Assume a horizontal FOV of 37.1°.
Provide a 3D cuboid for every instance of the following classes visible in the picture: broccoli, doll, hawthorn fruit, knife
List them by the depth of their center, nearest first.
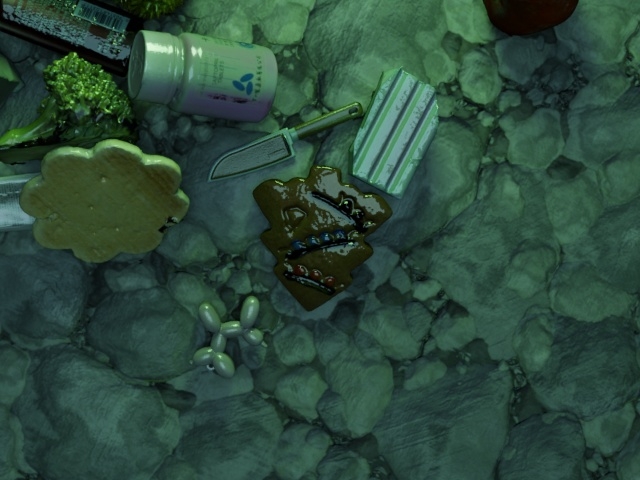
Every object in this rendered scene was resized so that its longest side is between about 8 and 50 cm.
[{"bbox_3d":[-0.478,-0.247,1.760,0.273,0.242,0.180,-8,77,-11],"label":"broccoli"},{"bbox_3d":[0.418,-0.488,1.843,0.202,0.185,0.185,-2,98,-23],"label":"hawthorn fruit"},{"bbox_3d":[-0.071,-0.190,1.897,0.343,0.027,0.061,-22,104,-3],"label":"knife"},{"bbox_3d":[-0.190,0.198,1.922,0.161,0.059,0.160,-8,97,-5],"label":"doll"}]

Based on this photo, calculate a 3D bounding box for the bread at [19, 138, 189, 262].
[{"bbox_3d":[-0.405,-0.073,1.797,0.316,0.054,0.316,-7,137,-7],"label":"bread"}]

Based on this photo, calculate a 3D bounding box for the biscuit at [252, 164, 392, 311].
[{"bbox_3d":[0.000,0.000,1.902,0.278,0.043,0.301,4,104,3],"label":"biscuit"}]

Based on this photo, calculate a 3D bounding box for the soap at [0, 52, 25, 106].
[{"bbox_3d":[-0.746,-0.299,1.750,0.302,0.159,0.257,38,95,-8],"label":"soap"}]

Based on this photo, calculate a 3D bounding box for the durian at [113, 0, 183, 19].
[{"bbox_3d":[-0.330,-0.522,1.757,0.200,0.176,0.237,-36,112,19],"label":"durian"}]

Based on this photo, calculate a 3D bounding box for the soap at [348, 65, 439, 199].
[{"bbox_3d":[0.143,-0.215,1.886,0.145,0.091,0.230,27,94,-12],"label":"soap"}]

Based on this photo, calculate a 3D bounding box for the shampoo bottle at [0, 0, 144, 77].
[{"bbox_3d":[-0.502,-0.418,1.790,0.323,0.084,0.129,19,79,-8],"label":"shampoo bottle"}]

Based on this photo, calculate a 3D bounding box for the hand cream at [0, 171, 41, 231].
[{"bbox_3d":[-0.637,-0.067,1.842,0.336,0.076,0.121,-7,104,-11],"label":"hand cream"}]

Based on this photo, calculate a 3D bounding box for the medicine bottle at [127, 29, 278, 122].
[{"bbox_3d":[-0.219,-0.306,1.772,0.255,0.152,0.151,6,97,-26],"label":"medicine bottle"}]
